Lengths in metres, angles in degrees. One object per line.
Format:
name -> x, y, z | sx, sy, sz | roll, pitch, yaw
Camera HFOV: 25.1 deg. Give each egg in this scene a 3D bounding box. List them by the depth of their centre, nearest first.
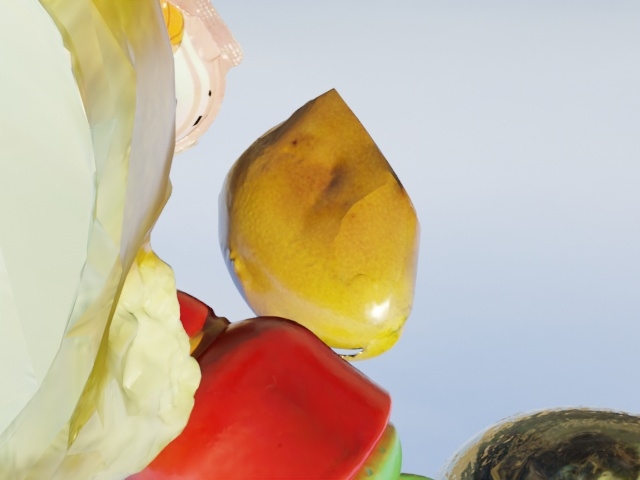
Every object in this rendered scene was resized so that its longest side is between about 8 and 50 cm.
egg -> 0.266, 0.328, 1.380 | 0.345, 0.344, 0.428 | -4, -161, -20

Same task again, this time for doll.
doll -> -0.038, 0.143, 0.935 | 0.363, 0.160, 0.182 | 41, -125, 3

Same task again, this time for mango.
mango -> 0.000, 0.000, 1.246 | 0.166, 0.136, 0.236 | -32, -125, 0

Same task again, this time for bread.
bread -> -0.181, -0.008, 0.515 | 0.239, 0.395, 0.264 | -30, -143, -26

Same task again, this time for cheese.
cheese -> -0.199, -0.124, 1.170 | 0.286, 0.189, 0.074 | -18, -144, 19
